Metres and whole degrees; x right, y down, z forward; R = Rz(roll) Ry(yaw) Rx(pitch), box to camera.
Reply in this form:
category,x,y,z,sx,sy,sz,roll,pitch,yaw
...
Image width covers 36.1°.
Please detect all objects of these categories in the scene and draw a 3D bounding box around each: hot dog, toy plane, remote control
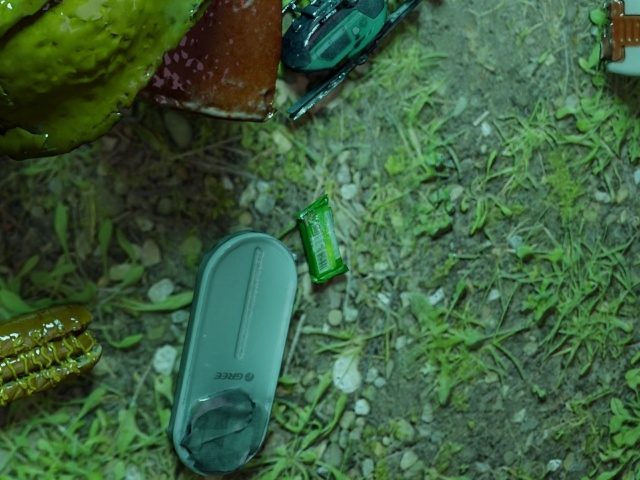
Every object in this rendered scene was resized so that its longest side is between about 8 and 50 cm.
category,x,y,z,sx,sy,sz,roll,pitch,yaw
hot dog,-0.271,0.106,0.848,0.165,0.045,0.071,-20,114,-29
toy plane,0.040,-0.221,0.966,0.235,0.060,0.096,-43,129,-14
remote control,-0.088,0.111,0.968,0.104,0.052,0.247,8,98,-34

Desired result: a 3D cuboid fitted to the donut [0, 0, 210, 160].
category,x,y,z,sx,sy,sz,roll,pitch,yaw
donut,-0.193,-0.199,0.687,0.272,0.272,0.107,-57,149,-9

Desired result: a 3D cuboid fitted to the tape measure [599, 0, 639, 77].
category,x,y,z,sx,sy,sz,roll,pitch,yaw
tape measure,0.496,-0.264,1.146,0.265,0.258,0.130,-26,115,-45

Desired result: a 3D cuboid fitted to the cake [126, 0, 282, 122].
category,x,y,z,sx,sy,sz,roll,pitch,yaw
cake,-0.133,-0.229,0.790,0.160,0.158,0.262,-6,103,-34

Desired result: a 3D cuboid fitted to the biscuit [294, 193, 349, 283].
category,x,y,z,sx,sy,sz,roll,pitch,yaw
biscuit,0.000,0.000,1.020,0.046,0.016,0.089,-26,116,-28
